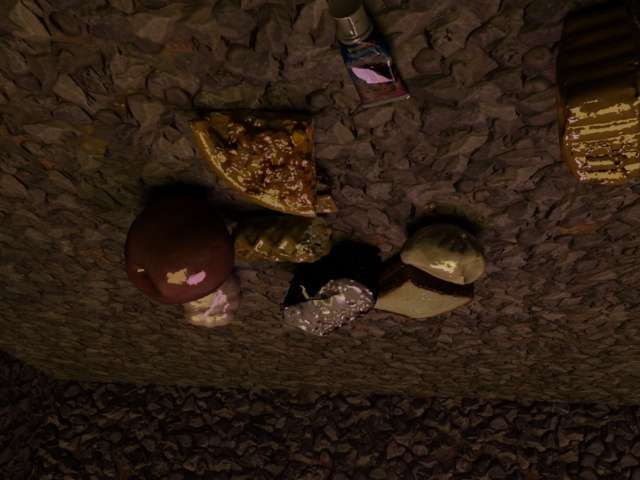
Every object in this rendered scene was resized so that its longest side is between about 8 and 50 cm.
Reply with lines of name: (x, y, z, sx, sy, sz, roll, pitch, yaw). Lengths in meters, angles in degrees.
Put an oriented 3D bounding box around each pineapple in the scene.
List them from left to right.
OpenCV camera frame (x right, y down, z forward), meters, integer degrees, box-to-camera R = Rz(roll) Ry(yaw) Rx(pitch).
pineapple: (-0.055, -0.127, 1.370, 0.221, 0.047, 0.221, 6, 154, 3)

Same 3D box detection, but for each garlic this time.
garlic: (-0.370, 0.166, 1.852, 0.219, 0.218, 0.212, 19, -171, -23)

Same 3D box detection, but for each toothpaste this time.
toothpaste: (0.086, -0.321, 0.996, 0.096, 0.061, 0.266, -8, 155, 19)

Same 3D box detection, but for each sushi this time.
sushi: (0.020, 0.137, 1.678, 0.234, 0.207, 0.349, 38, 133, -27)

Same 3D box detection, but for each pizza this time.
pizza: (-0.138, -0.156, 1.226, 0.258, 0.087, 0.268, 4, 137, 9)

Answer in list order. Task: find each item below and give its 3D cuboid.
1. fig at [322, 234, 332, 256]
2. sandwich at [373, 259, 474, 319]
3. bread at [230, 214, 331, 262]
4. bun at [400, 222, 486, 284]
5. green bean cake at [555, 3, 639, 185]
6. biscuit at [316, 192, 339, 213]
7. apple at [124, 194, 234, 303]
fig: (0.000, 0.000, 1.561, 0.084, 0.082, 0.098, 43, 121, -6)
sandwich: (0.293, 0.162, 1.763, 0.301, 0.099, 0.271, 16, 153, -32)
bread: (-0.118, -0.004, 1.492, 0.268, 0.129, 0.152, 0, -174, 27)
bun: (0.334, 0.029, 1.499, 0.229, 0.145, 0.229, 19, 179, 0)
green bean cake: (0.461, -0.230, 0.918, 0.131, 0.229, 0.224, -4, 148, 27)
biscuit: (-0.003, -0.089, 1.359, 0.083, 0.018, 0.081, -1, 153, 17)
apple: (-0.372, 0.029, 1.449, 0.306, 0.235, 0.305, 29, 139, 29)
